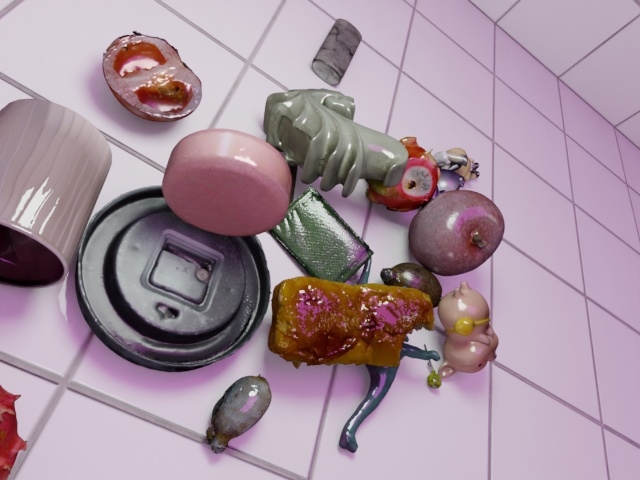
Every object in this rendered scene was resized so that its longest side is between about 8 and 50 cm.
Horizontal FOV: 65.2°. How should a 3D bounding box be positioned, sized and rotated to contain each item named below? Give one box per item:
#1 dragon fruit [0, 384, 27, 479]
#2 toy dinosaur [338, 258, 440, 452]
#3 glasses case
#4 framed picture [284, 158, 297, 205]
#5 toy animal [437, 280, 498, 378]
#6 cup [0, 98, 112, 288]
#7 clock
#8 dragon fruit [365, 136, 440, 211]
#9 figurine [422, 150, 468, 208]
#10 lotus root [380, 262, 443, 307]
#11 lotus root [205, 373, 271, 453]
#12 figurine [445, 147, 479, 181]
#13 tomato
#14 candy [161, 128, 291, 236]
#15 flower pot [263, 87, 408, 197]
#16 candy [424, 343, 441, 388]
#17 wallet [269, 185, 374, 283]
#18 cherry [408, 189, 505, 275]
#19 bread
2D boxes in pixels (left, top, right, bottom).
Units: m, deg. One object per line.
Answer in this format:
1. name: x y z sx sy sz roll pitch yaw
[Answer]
1. dragon fruit: -0.520 0.239 0.651 0.268 0.210 0.205 43 30 1
2. toy dinosaur: 0.090 0.239 1.171 0.330 0.129 0.383 -23 77 -33
3. glasses case: 0.057 -0.641 1.688 0.114 0.060 0.299 33 49 -16
4. framed picture: -0.125 -0.152 1.286 0.128 0.023 0.169 23 53 -25
5. toy animal: 0.377 0.229 1.298 0.165 0.149 0.248 -20 113 -35
6. cup: -0.525 -0.073 0.855 0.208 0.288 0.273 57 31 -47
7. clock: -0.284 0.071 1.001 0.386 0.076 0.386 17 55 -27
8. dragon fruit: 0.228 -0.189 1.442 0.224 0.227 0.224 -4 100 -22
9. figurine: 0.384 -0.181 1.591 0.145 0.145 0.222 24 69 -23
10. lotus root: 0.246 0.119 1.335 0.209 0.120 0.120 27 51 -26
11. lotus root: -0.155 0.320 0.945 0.088 0.088 0.165 47 56 -4
12. figurine: 0.501 -0.256 1.758 0.196 0.108 0.114 7 85 -41
13. tomato: -0.394 -0.350 1.150 0.199 0.112 0.228 -34 87 -36
14. candy: -0.184 -0.102 0.967 0.255 0.255 0.094 22 52 -25
15. flower pot: 0.029 -0.257 1.287 0.254 0.165 0.367 -17 50 -32
16. candy: 0.284 0.324 1.298 0.035 0.035 0.123 2 53 -16
17. wallet: -0.001 0.001 1.236 0.160 0.055 0.236 -42 85 -17
18. cherry: 0.365 -0.023 1.392 0.261 0.307 0.221 -35 98 -12
19. bread: 0.078 0.182 1.075 0.380 0.109 0.185 7 75 -24
